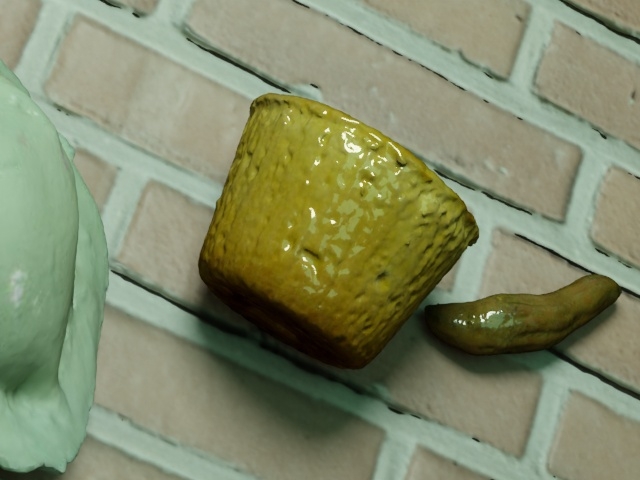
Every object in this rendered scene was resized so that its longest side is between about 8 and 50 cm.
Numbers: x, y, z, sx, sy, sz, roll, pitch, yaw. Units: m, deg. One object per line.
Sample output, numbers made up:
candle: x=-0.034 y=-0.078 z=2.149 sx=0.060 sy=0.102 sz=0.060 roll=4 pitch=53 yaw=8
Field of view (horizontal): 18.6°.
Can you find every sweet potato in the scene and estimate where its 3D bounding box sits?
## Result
sweet potato: x=0.172 y=0.063 z=1.572 sx=0.182 sy=0.054 sz=0.053 roll=-9 pitch=86 yaw=-27

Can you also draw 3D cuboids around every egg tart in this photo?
egg tart: x=0.000 y=0.000 z=1.460 sx=0.203 sy=0.202 sz=0.147 roll=33 pitch=79 yaw=-9

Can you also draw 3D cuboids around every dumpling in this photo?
dumpling: x=-0.266 y=-0.014 z=1.350 sx=0.212 sy=0.270 sz=0.320 roll=1 pitch=97 yaw=1

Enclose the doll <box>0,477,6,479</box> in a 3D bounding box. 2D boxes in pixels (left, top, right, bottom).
doll: x=-0.295 y=0.217 z=1.275 sx=0.311 sy=0.159 sz=0.242 roll=30 pitch=66 yaw=-7
